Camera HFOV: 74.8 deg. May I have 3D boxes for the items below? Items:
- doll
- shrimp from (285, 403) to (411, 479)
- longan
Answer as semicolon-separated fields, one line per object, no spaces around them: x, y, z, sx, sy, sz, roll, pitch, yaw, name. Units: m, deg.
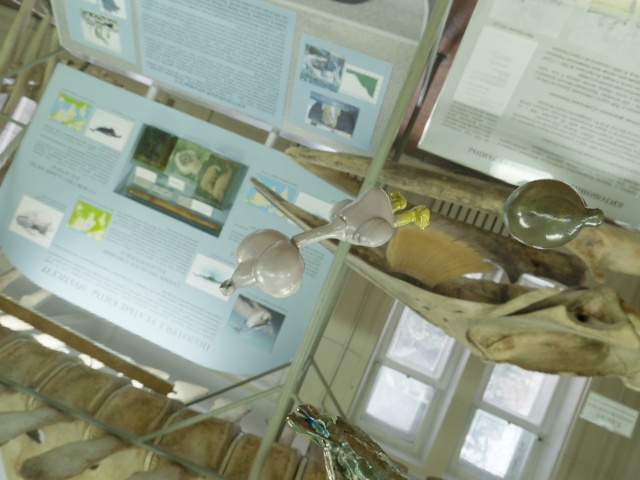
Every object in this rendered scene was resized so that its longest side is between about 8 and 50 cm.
-0.001;-0.001;0.706;0.160;0.365;0.094;45;158;56;doll
0.082;0.537;0.873;0.446;0.221;0.110;49;171;21;shrimp
0.520;-0.060;0.940;0.184;0.159;0.204;-13;-165;-36;longan
